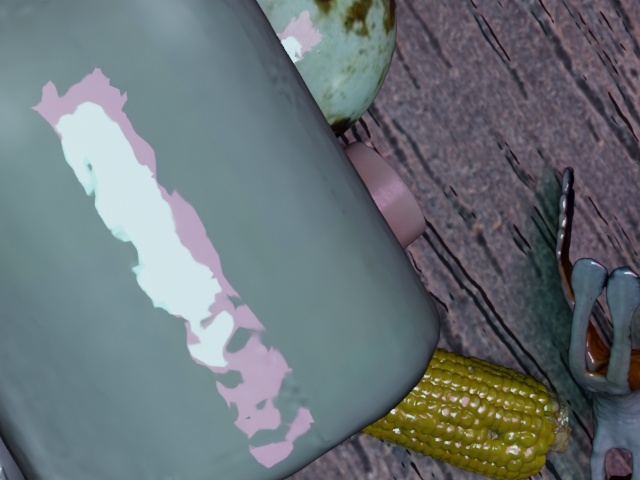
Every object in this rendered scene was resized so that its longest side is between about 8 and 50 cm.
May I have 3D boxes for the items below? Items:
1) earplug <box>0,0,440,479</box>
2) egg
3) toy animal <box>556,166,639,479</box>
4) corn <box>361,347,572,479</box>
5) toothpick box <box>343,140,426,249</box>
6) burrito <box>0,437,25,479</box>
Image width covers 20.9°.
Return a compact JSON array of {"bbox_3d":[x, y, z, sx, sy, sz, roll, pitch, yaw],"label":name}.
[{"bbox_3d":[-0.136,-0.032,1.183,0.313,0.312,0.394,-32,103,-15],"label":"earplug"},{"bbox_3d":[-0.039,-0.144,1.379,0.169,0.169,0.231,41,89,-13],"label":"egg"},{"bbox_3d":[0.260,0.110,1.405,0.225,0.284,0.302,12,114,21],"label":"toy animal"},{"bbox_3d":[0.094,0.135,1.456,0.262,0.097,0.097,17,85,-15],"label":"corn"},{"bbox_3d":[0.000,0.000,1.425,0.149,0.098,0.098,-38,100,-13],"label":"toothpick box"},{"bbox_3d":[-0.257,0.087,1.348,0.139,0.101,0.445,4,86,-28],"label":"burrito"}]
